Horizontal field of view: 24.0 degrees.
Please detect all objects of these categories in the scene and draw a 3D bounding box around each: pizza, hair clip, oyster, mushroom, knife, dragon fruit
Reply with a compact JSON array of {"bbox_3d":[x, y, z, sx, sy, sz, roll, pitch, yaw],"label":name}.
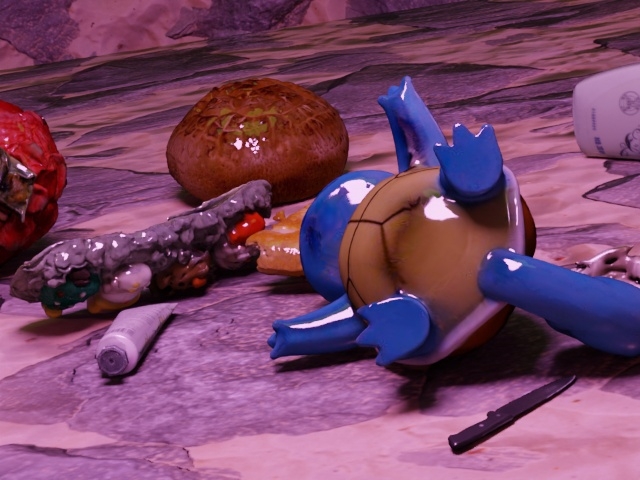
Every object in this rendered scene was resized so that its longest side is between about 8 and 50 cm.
[{"bbox_3d":[0.001,0.001,1.701,0.154,0.069,0.194,-5,17,7],"label":"pizza"},{"bbox_3d":[-0.180,0.023,1.671,0.321,0.091,0.138,-21,-10,-33],"label":"hair clip"},{"bbox_3d":[0.323,0.045,1.468,0.200,0.061,0.106,-8,34,9],"label":"oyster"},{"bbox_3d":[-0.089,-0.131,2.065,0.253,0.153,0.253,-6,27,3],"label":"mushroom"},{"bbox_3d":[0.163,0.142,1.263,0.170,0.010,0.023,-20,26,-41],"label":"knife"},{"bbox_3d":[-0.460,-0.068,1.867,0.299,0.244,0.244,-14,15,14],"label":"dragon fruit"}]

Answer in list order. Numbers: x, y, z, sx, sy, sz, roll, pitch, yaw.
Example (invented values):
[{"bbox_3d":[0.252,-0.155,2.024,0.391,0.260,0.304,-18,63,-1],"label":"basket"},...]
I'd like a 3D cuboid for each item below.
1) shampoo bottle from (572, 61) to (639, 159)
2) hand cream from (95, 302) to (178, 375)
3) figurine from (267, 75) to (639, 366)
[{"bbox_3d":[0.489,-0.163,1.900,0.359,0.134,0.078,7,25,42],"label":"shampoo bottle"},{"bbox_3d":[-0.193,0.096,1.542,0.067,0.042,0.194,-14,11,8],"label":"hand cream"},{"bbox_3d":[0.107,0.004,1.400,0.243,0.298,0.416,18,-1,-43],"label":"figurine"}]
